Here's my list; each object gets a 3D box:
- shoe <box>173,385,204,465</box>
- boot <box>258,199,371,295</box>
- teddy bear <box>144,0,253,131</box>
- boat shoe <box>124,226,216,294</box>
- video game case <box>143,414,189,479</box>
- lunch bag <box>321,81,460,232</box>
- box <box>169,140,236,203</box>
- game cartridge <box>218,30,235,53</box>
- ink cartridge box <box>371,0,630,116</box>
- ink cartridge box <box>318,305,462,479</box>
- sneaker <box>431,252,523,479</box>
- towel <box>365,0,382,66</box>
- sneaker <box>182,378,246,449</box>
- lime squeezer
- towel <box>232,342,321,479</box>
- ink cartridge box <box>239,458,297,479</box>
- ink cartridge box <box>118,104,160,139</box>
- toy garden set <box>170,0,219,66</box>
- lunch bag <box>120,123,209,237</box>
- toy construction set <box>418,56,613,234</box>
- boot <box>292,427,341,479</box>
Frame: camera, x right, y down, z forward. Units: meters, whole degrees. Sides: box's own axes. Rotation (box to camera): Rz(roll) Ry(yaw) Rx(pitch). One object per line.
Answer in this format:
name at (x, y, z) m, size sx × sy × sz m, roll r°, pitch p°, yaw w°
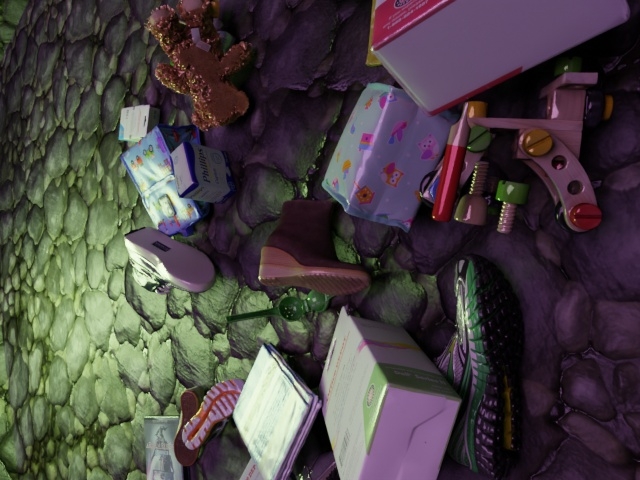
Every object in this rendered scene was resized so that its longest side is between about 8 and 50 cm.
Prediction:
shoe at (-0.341, 0.493, 1.371) m, size 0.077 × 0.058 × 0.218 m, roll 10°, pitch 99°, yaw 11°
boot at (0.000, 0.000, 1.040) m, size 0.249 × 0.090 × 0.206 m, roll 2°, pitch 57°, yaw 25°
teddy bear at (-0.301, -0.451, 1.304) m, size 0.245 × 0.113 × 0.338 m, roll -43°, pitch 100°, yaw -3°
boat shoe at (-0.414, 0.093, 1.437) m, size 0.341 × 0.127 × 0.158 m, roll 29°, pitch 130°, yaw 33°
video game case at (-0.437, 0.641, 1.462) m, size 0.196 × 0.026 × 0.273 m, roll -17°, pitch 77°, yaw 40°
lunch bag at (0.108, -0.164, 0.933) m, size 0.262 × 0.160 × 0.223 m, roll -118°, pitch 47°, yaw -68°
box at (-0.302, -0.172, 1.321) m, size 0.072 × 0.137 × 0.126 m, roll -32°, pitch 66°, yaw 35°
game cartridge at (-0.261, -0.537, 1.395) m, size 0.083 × 0.017 × 0.055 m, roll 35°, pitch 114°, yaw 38°
ink cartridge box at (0.234, -0.413, 0.738) m, size 0.279 × 0.160 × 0.384 m, roll -22°, pitch 46°, yaw 38°
ink cartridge box at (0.094, 0.264, 0.878) m, size 0.353 × 0.119 × 0.206 m, roll -124°, pitch 48°, yaw -76°
sneaker at (0.228, 0.191, 0.817) m, size 0.146 × 0.134 × 0.343 m, roll 1°, pitch 88°, yaw 44°
towel at (0.142, -0.471, 1.019) m, size 0.102 × 0.021 × 0.236 m, roll 6°, pitch 91°, yaw 43°
sneaker at (-0.251, 0.424, 1.276) m, size 0.215 × 0.083 × 0.084 m, roll -47°, pitch 61°, yaw 8°
lime squeezer at (-0.038, 0.125, 1.093) m, size 0.311 × 0.110 × 0.058 m, roll -18°, pitch 54°, yaw 9°
towel at (-0.102, 0.360, 1.091) m, size 0.285 × 0.034 × 0.209 m, roll 28°, pitch 94°, yaw 61°
ink cartridge box at (-0.079, 0.558, 1.099) m, size 0.208 × 0.087 × 0.153 m, roll 40°, pitch 113°, yaw 37°
ink cartridge box at (-0.566, -0.368, 1.628) m, size 0.180 × 0.060 × 0.104 m, roll 8°, pitch 92°, yaw 43°
toy garden set at (-0.344, -0.561, 1.431) m, size 0.244 × 0.049 × 0.203 m, roll 19°, pitch 113°, yaw 46°
lunch bag at (-0.414, -0.149, 1.451) m, size 0.221 × 0.138 × 0.292 m, roll -22°, pitch 86°, yaw 41°
toy construction set at (0.258, -0.141, 0.697) m, size 0.258 × 0.309 × 0.237 m, roll 17°, pitch 103°, yaw 33°
boot at (-0.016, 0.413, 1.069) m, size 0.190 × 0.076 × 0.208 m, roll -40°, pitch 39°, yaw 5°
